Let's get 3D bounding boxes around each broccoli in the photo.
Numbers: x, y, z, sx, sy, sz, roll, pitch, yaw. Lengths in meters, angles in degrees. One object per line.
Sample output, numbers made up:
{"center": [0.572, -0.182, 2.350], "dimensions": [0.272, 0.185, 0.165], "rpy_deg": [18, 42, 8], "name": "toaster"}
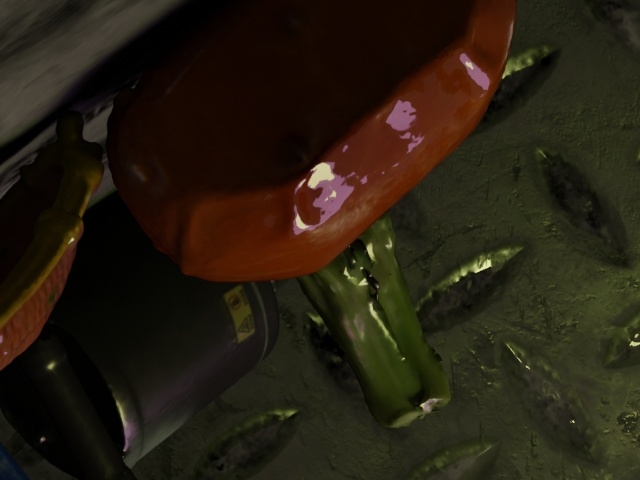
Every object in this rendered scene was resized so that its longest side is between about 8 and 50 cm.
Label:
{"center": [0.007, -0.003, 1.251], "dimensions": [0.165, 0.304, 0.145], "rpy_deg": [-14, -162, 45], "name": "broccoli"}

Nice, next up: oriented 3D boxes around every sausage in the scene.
{"center": [0.002, -0.087, 1.023], "dimensions": [0.268, 0.153, 0.141], "rpy_deg": [-40, 168, -17], "name": "sausage"}

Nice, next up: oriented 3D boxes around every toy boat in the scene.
{"center": [-0.234, 0.048, 0.943], "dimensions": [0.318, 0.099, 0.141], "rpy_deg": [-36, -153, -29], "name": "toy boat"}

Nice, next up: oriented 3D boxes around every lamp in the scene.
{"center": [-0.165, 0.074, 1.603], "dimensions": [0.272, 0.205, 0.374], "rpy_deg": [-32, -165, -18], "name": "lamp"}

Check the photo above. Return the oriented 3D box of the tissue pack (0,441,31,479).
{"center": [-0.344, 0.248, 1.635], "dimensions": [0.137, 0.270, 0.209], "rpy_deg": [-36, 179, -33], "name": "tissue pack"}
